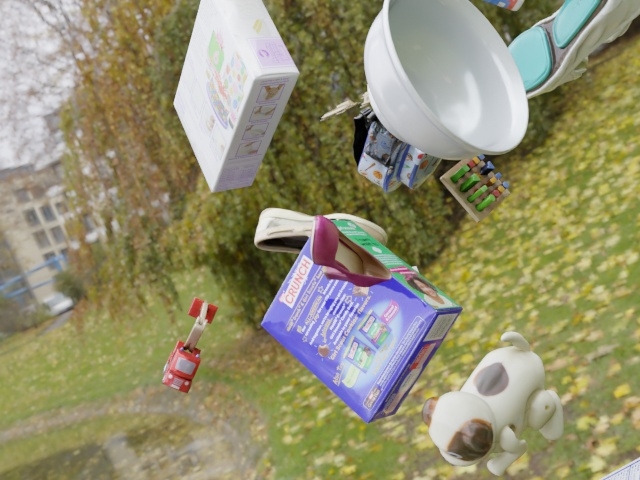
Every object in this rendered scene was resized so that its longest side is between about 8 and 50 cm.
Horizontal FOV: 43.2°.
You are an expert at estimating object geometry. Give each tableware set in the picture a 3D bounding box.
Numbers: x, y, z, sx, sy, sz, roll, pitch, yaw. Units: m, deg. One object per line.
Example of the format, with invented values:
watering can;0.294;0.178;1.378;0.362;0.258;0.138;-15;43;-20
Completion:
tableware set;0.077;-0.283;1.660;0.141;0.020;0.169;-22;12;19

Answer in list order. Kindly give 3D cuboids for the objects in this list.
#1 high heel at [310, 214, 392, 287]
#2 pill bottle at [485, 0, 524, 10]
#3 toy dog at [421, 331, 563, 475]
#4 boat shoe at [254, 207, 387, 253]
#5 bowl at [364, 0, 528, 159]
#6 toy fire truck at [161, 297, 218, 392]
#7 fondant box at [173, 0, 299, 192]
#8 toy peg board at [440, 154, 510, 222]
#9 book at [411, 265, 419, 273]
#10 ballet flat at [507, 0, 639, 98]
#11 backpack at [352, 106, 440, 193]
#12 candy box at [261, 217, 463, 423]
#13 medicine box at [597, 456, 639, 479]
high heel;0.052;0.022;1.357;0.117;0.082;0.244;2;-26;11
pill bottle;0.309;-0.548;1.605;0.221;0.124;0.124;18;1;-1
toy dog;0.490;0.498;2.338;0.408;0.395;0.284;-24;41;-36
boat shoe;0.000;0.000;1.857;0.302;0.098;0.109;9;-38;5
bowl;0.165;-0.236;1.219;0.298;0.298;0.134;-26;-4;-47
toy fire truck;-0.221;0.175;1.381;0.135;0.047;0.192;-66;10;-1
fondant box;-0.170;-0.283;1.527;0.096;0.238;0.330;-12;-27;-28
toy peg board;0.443;-0.163;2.215;0.160;0.161;0.079;-37;-4;-34
book;0.259;0.153;2.345;0.096;0.144;0.035;-16;-23;-7
ballet flat;0.460;-0.360;1.480;0.139;0.139;0.400;-25;-9;-22
backpack;0.218;-0.253;2.095;0.276;0.213;0.263;-36;-15;-34
candy box;0.073;0.149;1.593;0.122;0.317;0.268;3;-59;-56
medicine box;0.469;0.484;1.176;0.289;0.149;0.263;115;180;-55
